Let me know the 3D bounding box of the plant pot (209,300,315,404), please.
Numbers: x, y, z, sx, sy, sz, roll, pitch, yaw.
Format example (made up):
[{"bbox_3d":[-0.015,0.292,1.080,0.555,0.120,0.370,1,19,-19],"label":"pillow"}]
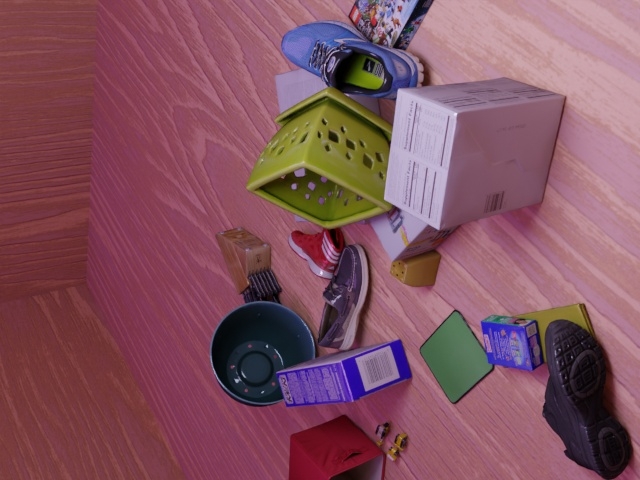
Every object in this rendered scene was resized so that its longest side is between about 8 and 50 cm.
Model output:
[{"bbox_3d":[-0.180,0.350,2.090,0.293,0.293,0.235,66,161,16],"label":"plant pot"}]

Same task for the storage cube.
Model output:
[{"bbox_3d":[0.040,0.617,1.932,0.193,0.184,0.214,33,128,49],"label":"storage cube"}]

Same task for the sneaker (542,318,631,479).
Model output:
[{"bbox_3d":[0.441,0.279,1.271,0.130,0.109,0.286,-12,94,65],"label":"sneaker"}]

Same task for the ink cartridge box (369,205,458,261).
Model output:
[{"bbox_3d":[0.205,-0.060,1.486,0.127,0.128,0.176,64,146,19],"label":"ink cartridge box"}]

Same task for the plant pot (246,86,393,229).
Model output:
[{"bbox_3d":[0.016,-0.171,1.468,0.227,0.228,0.207,-17,53,53],"label":"plant pot"}]

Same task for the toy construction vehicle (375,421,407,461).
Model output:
[{"bbox_3d":[0.181,0.506,1.822,0.086,0.035,0.098,34,132,32],"label":"toy construction vehicle"}]

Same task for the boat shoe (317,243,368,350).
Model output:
[{"bbox_3d":[0.051,0.146,1.800,0.103,0.092,0.285,-136,51,-58],"label":"boat shoe"}]

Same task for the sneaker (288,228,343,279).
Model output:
[{"bbox_3d":[0.000,0.000,1.892,0.221,0.087,0.128,45,115,46],"label":"sneaker"}]

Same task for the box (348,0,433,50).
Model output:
[{"bbox_3d":[0.153,-0.502,1.481,0.159,0.044,0.233,60,144,24],"label":"box"}]

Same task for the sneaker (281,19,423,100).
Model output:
[{"bbox_3d":[0.044,-0.375,1.474,0.330,0.147,0.129,25,114,30],"label":"sneaker"}]

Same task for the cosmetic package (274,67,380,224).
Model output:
[{"bbox_3d":[0.027,-0.231,1.720,0.284,0.097,0.377,6,106,56],"label":"cosmetic package"}]

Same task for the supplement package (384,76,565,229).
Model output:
[{"bbox_3d":[0.263,-0.157,1.238,0.145,0.262,0.204,36,130,46],"label":"supplement package"}]

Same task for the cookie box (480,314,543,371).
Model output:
[{"bbox_3d":[0.366,0.195,1.377,0.107,0.040,0.091,1,107,54],"label":"cookie box"}]

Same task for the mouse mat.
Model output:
[{"bbox_3d":[0.295,0.258,1.578,0.152,0.007,0.189,59,142,25],"label":"mouse mat"}]

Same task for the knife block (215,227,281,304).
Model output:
[{"bbox_3d":[-0.225,0.112,2.235,0.276,0.088,0.242,29,124,48],"label":"knife block"}]

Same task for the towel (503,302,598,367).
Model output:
[{"bbox_3d":[0.416,0.183,1.359,0.237,0.021,0.102,-24,86,56],"label":"towel"}]

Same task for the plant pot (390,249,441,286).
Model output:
[{"bbox_3d":[0.200,0.055,1.576,0.081,0.083,0.081,40,133,43],"label":"plant pot"}]

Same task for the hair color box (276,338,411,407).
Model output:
[{"bbox_3d":[0.050,0.341,1.813,0.339,0.185,0.110,-23,82,58],"label":"hair color box"}]
